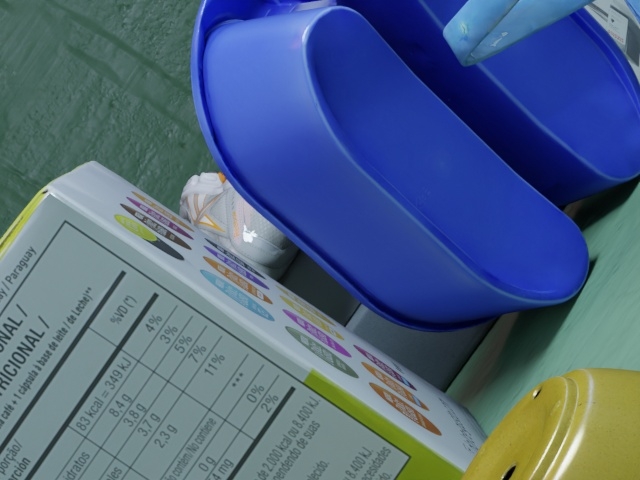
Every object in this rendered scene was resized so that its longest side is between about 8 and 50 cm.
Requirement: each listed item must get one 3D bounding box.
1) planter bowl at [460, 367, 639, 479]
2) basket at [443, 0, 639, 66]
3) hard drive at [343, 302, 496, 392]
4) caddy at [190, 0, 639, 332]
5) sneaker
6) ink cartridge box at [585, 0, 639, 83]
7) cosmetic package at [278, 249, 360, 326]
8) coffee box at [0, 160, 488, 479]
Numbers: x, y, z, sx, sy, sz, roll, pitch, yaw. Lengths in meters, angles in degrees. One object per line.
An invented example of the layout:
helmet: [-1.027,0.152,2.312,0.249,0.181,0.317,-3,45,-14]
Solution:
planter bowl: [0.113,0.123,0.732,0.217,0.090,0.217,-55,5,7]
basket: [0.225,-0.214,0.991,0.289,0.201,0.255,-24,-9,-23]
hard drive: [0.066,0.082,1.332,0.135,0.094,0.022,-55,5,8]
caddy: [0.068,-0.087,1.195,0.179,0.341,0.241,-11,41,57]
sneaker: [-0.080,0.008,1.390,0.121,0.099,0.262,-63,9,-17]
ink cartridge box: [0.191,-0.169,1.398,0.092,0.158,0.218,-51,7,34]
cosmetic package: [0.014,0.077,1.474,0.453,0.161,0.230,-54,6,7]
coffee box: [-0.113,0.182,1.038,0.338,0.334,0.337,-55,5,2]
